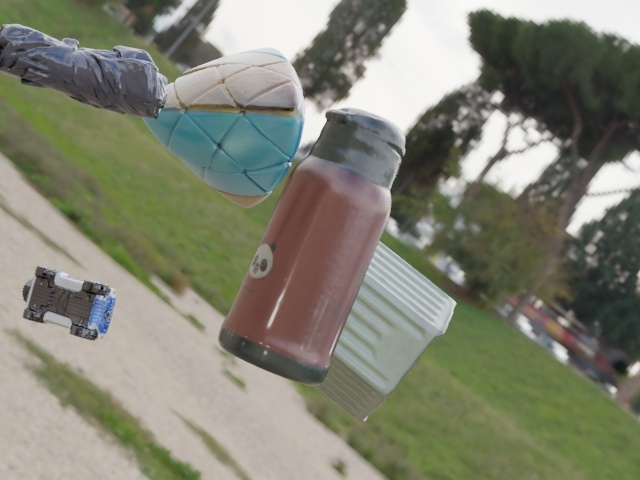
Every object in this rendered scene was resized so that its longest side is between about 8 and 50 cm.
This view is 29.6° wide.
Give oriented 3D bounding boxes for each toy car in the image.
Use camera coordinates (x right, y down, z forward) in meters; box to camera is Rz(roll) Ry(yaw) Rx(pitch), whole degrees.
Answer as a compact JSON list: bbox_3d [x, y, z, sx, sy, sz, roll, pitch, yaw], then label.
[{"bbox_3d":[-0.356,0.088,1.713,0.170,0.080,0.070,12,-4,37],"label":"toy car"}]

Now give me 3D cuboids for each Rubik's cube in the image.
[{"bbox_3d":[-0.145,-0.144,1.761,0.254,0.254,0.254,40,-4,3],"label":"Rubik's cube"}]

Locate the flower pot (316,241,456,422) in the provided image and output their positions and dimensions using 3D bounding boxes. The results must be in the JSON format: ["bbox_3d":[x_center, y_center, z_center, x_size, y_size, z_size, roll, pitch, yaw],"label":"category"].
[{"bbox_3d":[0.066,0.133,1.864,0.189,0.239,0.209,38,0,1],"label":"flower pot"}]

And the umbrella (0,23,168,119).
[{"bbox_3d":[-0.268,-0.178,1.178,0.248,0.071,0.071,16,-2,-5],"label":"umbrella"}]

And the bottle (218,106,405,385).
[{"bbox_3d":[0.000,0.000,1.485,0.143,0.336,0.144,23,1,-1],"label":"bottle"}]
